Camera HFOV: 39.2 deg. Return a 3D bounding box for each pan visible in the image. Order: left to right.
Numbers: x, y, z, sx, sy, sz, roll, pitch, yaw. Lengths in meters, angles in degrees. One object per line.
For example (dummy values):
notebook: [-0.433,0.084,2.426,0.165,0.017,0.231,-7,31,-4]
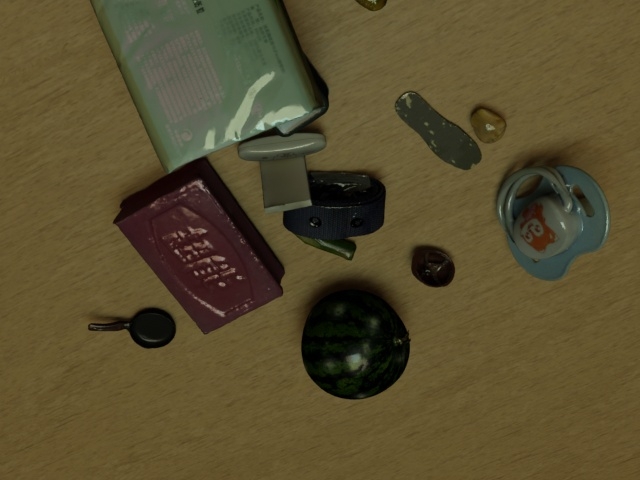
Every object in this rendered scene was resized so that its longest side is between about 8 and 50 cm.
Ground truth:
pan: [-0.460,0.212,2.195,0.212,0.040,0.115,6,122,-16]

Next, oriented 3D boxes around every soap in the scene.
soap: [-0.266,0.017,2.042,0.233,0.128,0.359,-27,118,13]

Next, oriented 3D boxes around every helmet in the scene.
helmet: [0.261,0.067,2.151,0.111,0.057,0.089,20,82,-10]

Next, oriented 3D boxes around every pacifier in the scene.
pacifier: [0.556,-0.055,2.042,0.233,0.244,0.299,-8,154,-35]

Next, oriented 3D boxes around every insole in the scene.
insole: [0.261,-0.239,1.988,0.248,0.011,0.081,38,109,-23]

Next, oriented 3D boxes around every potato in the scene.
potato: [0.366,-0.252,1.964,0.068,0.062,0.083,-44,94,4]

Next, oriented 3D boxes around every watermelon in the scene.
watermelon: [0.080,0.249,2.142,0.269,0.269,0.269,-2,122,-3]

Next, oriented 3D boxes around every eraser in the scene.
eraser: [-0.076,-0.126,1.952,0.104,0.150,0.023,-11,140,3]

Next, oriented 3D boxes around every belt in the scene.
belt: [0.030,-0.070,2.008,0.230,0.139,0.126,-2,128,-4]

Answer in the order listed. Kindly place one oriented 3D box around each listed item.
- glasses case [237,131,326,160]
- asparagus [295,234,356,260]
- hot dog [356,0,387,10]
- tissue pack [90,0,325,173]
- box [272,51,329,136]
glasses case: [-0.083,-0.203,1.946,0.193,0.074,0.049,-6,82,0]
asparagus: [0.000,0.000,2.099,0.178,0.041,0.045,19,110,-14]
hot dog: [0.016,-0.548,1.745,0.289,0.083,0.068,38,131,-23]
tissue pack: [-0.213,-0.374,1.692,0.332,0.205,0.405,-21,96,8]
box: [-0.082,-0.324,1.865,0.144,0.090,0.201,-30,119,15]
